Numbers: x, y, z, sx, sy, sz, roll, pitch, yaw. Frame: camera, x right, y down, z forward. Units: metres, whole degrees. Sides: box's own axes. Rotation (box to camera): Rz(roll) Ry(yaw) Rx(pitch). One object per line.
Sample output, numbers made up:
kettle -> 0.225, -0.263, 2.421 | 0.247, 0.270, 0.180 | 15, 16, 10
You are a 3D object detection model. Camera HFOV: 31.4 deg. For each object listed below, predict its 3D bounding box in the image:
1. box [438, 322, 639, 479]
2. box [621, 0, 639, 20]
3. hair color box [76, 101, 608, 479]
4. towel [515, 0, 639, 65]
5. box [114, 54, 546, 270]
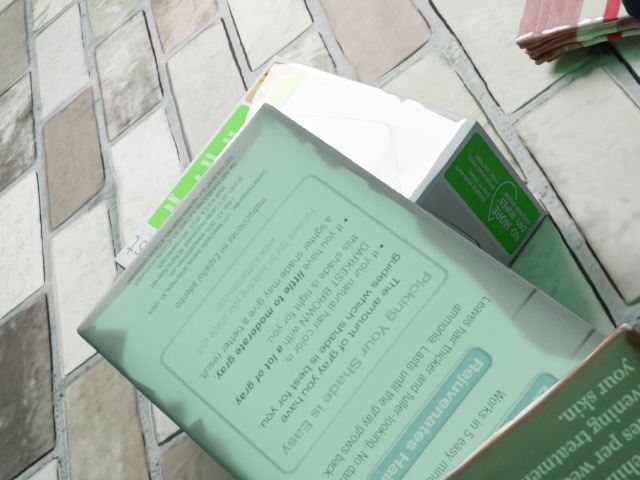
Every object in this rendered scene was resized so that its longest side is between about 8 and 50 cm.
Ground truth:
box -> 0.176, 0.237, 0.415 | 0.191, 0.143, 0.381 | -41, 61, 7
box -> 0.378, -0.227, 0.652 | 0.312, 0.179, 0.343 | -48, 50, 1
hair color box -> 0.058, 0.099, 0.656 | 0.374, 0.113, 0.185 | 37, 86, 27
towel -> 0.324, -0.262, 0.896 | 0.329, 0.037, 0.237 | -7, 51, 37
box -> 0.000, 0.000, 0.903 | 0.231, 0.127, 0.262 | -52, 40, -8
